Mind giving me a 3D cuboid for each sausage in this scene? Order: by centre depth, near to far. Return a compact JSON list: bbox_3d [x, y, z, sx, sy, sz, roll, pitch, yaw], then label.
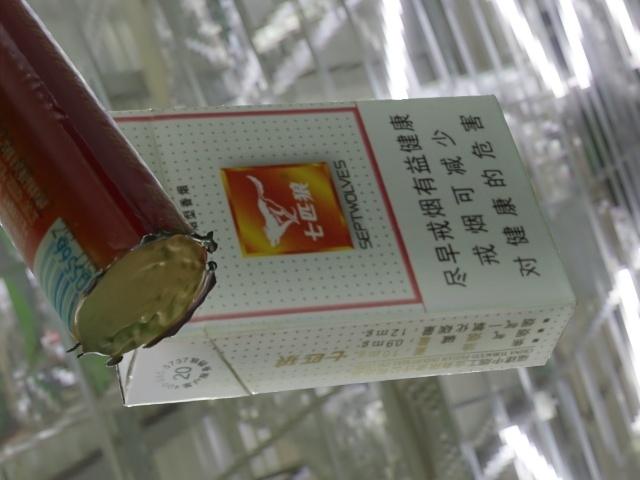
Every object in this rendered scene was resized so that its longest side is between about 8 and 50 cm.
[{"bbox_3d":[-0.142,-0.061,0.803,0.264,0.083,0.083,52,-173,32],"label":"sausage"}]

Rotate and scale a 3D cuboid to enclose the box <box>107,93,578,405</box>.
[{"bbox_3d":[0.000,-0.001,1.267,0.095,0.330,0.210,110,150,-49],"label":"box"}]
